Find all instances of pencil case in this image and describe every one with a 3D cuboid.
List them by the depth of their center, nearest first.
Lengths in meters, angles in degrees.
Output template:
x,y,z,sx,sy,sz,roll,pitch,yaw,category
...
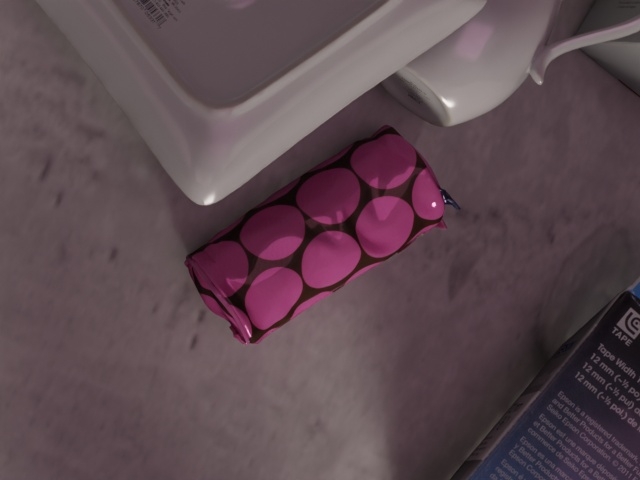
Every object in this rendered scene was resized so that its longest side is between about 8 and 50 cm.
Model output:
x,y,z,sx,sy,sz,roll,pitch,yaw,category
0.000,0.000,1.311,0.209,0.095,0.098,-31,123,-12,pencil case

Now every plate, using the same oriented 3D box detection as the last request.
x,y,z,sx,sy,sz,roll,pitch,yaw,category
-0.060,-0.210,1.218,0.278,0.045,0.277,-37,83,-11,plate

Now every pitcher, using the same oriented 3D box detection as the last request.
x,y,z,sx,sy,sz,roll,pitch,yaw,category
0.154,-0.178,1.305,0.178,0.125,0.207,36,77,21,pitcher

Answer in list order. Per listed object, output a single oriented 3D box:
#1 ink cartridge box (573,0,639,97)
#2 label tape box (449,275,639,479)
x,y,z,sx,sy,sz,roll,pitch,yaw,category
0.325,-0.202,1.382,0.128,0.127,0.176,34,85,-22,ink cartridge box
0.272,0.203,1.385,0.249,0.115,0.347,41,80,3,label tape box
